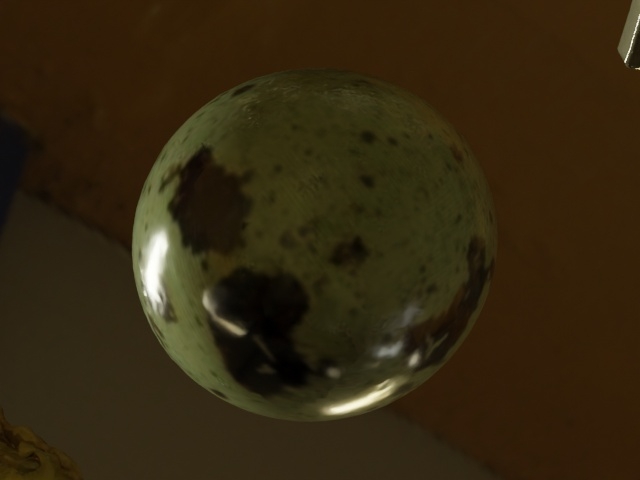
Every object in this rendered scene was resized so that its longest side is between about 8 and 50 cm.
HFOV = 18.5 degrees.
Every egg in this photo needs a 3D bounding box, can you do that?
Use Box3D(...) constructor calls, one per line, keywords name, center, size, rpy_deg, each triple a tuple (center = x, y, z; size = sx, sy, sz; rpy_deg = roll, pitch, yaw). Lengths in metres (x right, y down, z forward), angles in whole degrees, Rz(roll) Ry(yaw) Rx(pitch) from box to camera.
Box3D(name="egg", center=(0.000, 0.000, 1.613), size=(0.287, 0.287, 0.379), rpy_deg=(50, -166, 1))

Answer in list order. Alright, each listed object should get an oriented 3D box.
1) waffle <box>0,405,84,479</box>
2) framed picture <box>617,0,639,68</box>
Box3D(name="waffle", center=(-0.201, 0.152, 0.908), size=(0.065, 0.309, 0.283), rpy_deg=(8, -128, -36))
Box3D(name="framed picture", center=(0.285, -0.211, 0.911), size=(0.232, 0.315, 0.024), rpy_deg=(0, -143, -14))
